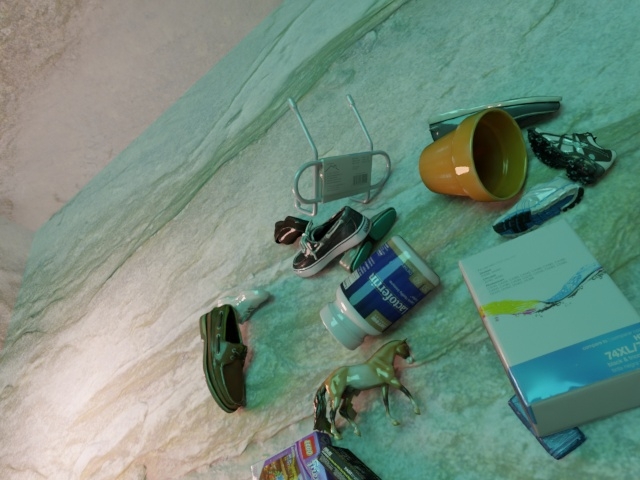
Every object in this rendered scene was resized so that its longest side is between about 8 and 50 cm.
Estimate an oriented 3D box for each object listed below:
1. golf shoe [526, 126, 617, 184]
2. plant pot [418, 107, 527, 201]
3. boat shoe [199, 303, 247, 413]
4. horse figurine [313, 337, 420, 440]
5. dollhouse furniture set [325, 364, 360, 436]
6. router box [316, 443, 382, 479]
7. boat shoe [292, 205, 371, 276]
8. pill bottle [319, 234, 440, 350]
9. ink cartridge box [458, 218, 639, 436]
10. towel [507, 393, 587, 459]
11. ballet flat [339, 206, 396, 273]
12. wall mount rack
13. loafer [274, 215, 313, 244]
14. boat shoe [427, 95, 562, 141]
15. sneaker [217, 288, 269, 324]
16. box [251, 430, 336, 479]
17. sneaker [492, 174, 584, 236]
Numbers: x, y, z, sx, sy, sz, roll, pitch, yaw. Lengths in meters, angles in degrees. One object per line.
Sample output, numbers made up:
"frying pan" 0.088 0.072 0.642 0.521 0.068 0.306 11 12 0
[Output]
"golf shoe" 0.547 -0.203 0.968 0.094 0.077 0.198 -36 51 1
"plant pot" 0.345 -0.187 1.044 0.188 0.205 0.205 -3 60 57
"boat shoe" -0.265 0.322 1.247 0.105 0.111 0.307 -31 61 14
"horse figurine" 0.091 0.323 0.951 0.264 0.066 0.174 -20 54 3
"dollhouse furniture set" 0.057 0.374 1.025 0.076 0.058 0.151 4 46 49
"router box" 0.063 0.475 0.903 0.123 0.092 0.038 23 79 46
"boat shoe" -0.001 0.003 1.211 0.306 0.105 0.113 -32 32 45
"pill bottle" 0.133 0.126 1.031 0.265 0.153 0.153 -44 44 10
"ink cartridge box" 0.390 0.147 0.745 0.197 0.198 0.270 -25 47 13
"towel" 0.395 0.316 0.775 0.067 0.029 0.119 -43 45 7
"ballet flat" 0.121 -0.010 1.187 0.068 0.072 0.213 31 86 41
"wall mount rack" 0.035 -0.234 1.201 0.131 0.350 0.303 24 122 45
"loafer" -0.086 -0.023 1.345 0.220 0.080 0.078 167 116 -68
"boat shoe" 0.437 -0.300 1.122 0.320 0.116 0.098 -3 104 31
"sneaker" -0.234 0.209 1.353 0.212 0.080 0.094 -22 62 36
"box" -0.037 0.592 0.935 0.201 0.057 0.293 -35 45 18
"sneaker" 0.461 -0.078 0.961 0.191 0.071 0.082 -29 41 11
